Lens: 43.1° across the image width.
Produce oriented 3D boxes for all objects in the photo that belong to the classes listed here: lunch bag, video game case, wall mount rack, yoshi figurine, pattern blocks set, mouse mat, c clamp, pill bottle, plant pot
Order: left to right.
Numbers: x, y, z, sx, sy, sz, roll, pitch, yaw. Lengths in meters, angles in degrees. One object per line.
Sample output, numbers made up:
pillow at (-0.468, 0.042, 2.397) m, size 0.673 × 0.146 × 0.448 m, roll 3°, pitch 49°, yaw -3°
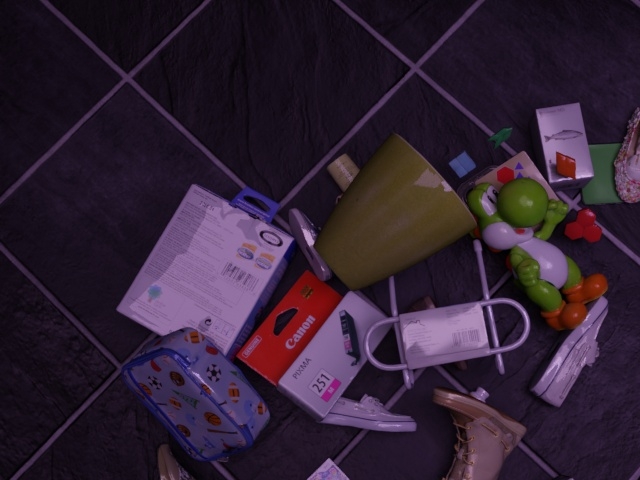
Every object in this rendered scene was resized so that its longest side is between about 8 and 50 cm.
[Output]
lunch bag at (-0.265, 0.335, 1.708) m, size 0.303 × 0.243 × 0.115 m, roll 54°, pitch 40°, yaw -13°
video game case at (0.030, 0.556, 1.791) m, size 0.087 × 0.011 × 0.122 m, roll -43°, pitch 81°, yaw -6°
plant pot at (0.137, -0.034, 1.753) m, size 0.293 × 0.275 × 0.275 m, roll -42°, pitch 81°, yaw 2°
wall mount rack at (0.263, 0.156, 1.749) m, size 0.350 × 0.130 × 0.304 m, roll -11°, pitch 80°, yaw 10°
pill bottle at (0.338, 0.367, 1.803) m, size 0.043 × 0.043 × 0.083 m, roll 41°, pitch 82°, yaw 8°
c clamp at (0.407, -0.105, 1.903) m, size 0.161 × 0.022 × 0.137 m, roll -27°, pitch 80°, yaw -4°
pattern blocks set at (0.453, -0.097, 1.831) m, size 0.285 × 0.026 × 0.324 m, roll -25°, pitch 102°, yaw 24°
yoshi figurine at (0.476, 0.007, 1.756) m, size 0.203 × 0.203 × 0.362 m, roll -41°, pitch 93°, yaw 10°
mouse mat at (0.705, -0.160, 1.915) m, size 0.190 × 0.007 × 0.152 m, roll -3°, pitch 79°, yaw 0°

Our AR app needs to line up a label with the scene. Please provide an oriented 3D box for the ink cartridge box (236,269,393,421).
ink cartridge box at (-0.011, 0.220, 1.799) m, size 0.239 × 0.060 × 0.275 m, roll 37°, pitch 67°, yaw 7°

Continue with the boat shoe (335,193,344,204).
boat shoe at (0.066, -0.042, 1.869) m, size 0.049 × 0.043 × 0.137 m, roll -6°, pitch 101°, yaw 33°

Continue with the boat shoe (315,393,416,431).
boat shoe at (0.101, 0.376, 1.787) m, size 0.226 × 0.083 × 0.075 m, roll 5°, pitch 80°, yaw 3°

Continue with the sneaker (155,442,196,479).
sneaker at (-0.204, 0.589, 1.739) m, size 0.182 × 0.158 × 0.410 m, roll -34°, pitch 86°, yaw -16°

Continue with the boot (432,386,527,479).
boot at (0.307, 0.438, 1.725) m, size 0.262 × 0.095 × 0.203 m, roll 31°, pitch 83°, yaw -31°

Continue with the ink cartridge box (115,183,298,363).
ink cartridge box at (-0.229, 0.058, 1.822) m, size 0.270 × 0.151 × 0.395 m, roll 29°, pitch 83°, yaw 7°

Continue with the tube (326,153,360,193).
tube at (0.110, -0.094, 1.893) m, size 0.070 × 0.062 × 0.240 m, roll -40°, pitch 85°, yaw 38°

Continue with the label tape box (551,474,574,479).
label tape box at (0.449, 0.689, 1.707) m, size 0.334 × 0.106 × 0.240 m, roll -31°, pitch 79°, yaw -5°

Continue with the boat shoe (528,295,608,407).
boat shoe at (0.571, 0.247, 1.796) m, size 0.088 × 0.096 × 0.267 m, roll 35°, pitch 83°, yaw 3°

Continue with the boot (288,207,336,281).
boot at (0.000, 0.000, 1.880) m, size 0.086 × 0.069 × 0.190 m, roll -21°, pitch 76°, yaw -24°

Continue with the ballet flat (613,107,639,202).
ballet flat at (0.740, -0.208, 1.881) m, size 0.091 × 0.077 × 0.241 m, roll 12°, pitch 80°, yaw 3°

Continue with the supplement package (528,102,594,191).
supplement package at (0.556, -0.212, 1.876) m, size 0.105 × 0.105 × 0.179 m, roll -9°, pitch 79°, yaw 5°

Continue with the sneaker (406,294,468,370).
sneaker at (0.265, 0.219, 1.833) m, size 0.071 × 0.066 × 0.188 m, roll -32°, pitch 74°, yaw 12°
